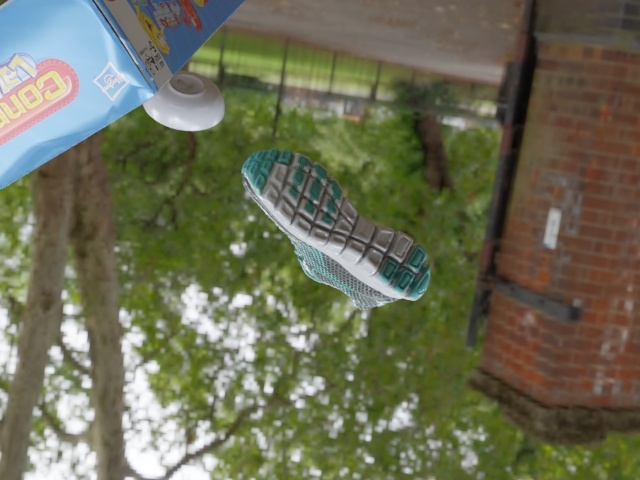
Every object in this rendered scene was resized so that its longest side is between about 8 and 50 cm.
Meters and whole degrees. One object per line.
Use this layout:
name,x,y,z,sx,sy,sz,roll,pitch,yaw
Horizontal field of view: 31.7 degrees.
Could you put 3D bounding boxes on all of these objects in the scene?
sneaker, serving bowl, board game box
sneaker,0.000,0.000,0.849,0.166,0.065,0.076,40,141,-13
serving bowl,-0.136,-0.146,1.131,0.083,0.027,0.083,9,-139,-8
board game box,-0.217,-0.106,0.783,0.308,0.086,0.302,-27,-163,19
